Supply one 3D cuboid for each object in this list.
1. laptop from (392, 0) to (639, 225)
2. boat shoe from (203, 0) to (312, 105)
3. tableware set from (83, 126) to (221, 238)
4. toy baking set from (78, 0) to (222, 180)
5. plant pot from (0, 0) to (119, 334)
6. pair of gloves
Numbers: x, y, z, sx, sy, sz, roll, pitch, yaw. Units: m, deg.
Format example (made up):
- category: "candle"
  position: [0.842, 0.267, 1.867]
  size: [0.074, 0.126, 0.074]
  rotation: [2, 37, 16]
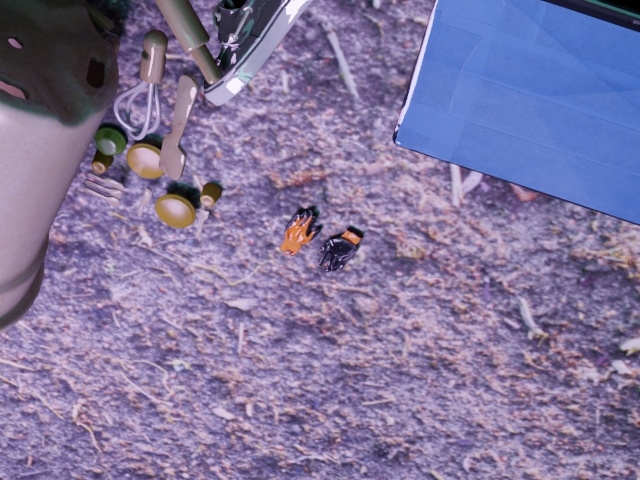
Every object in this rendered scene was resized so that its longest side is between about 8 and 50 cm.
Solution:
- category: "laptop"
  position: [0.268, -0.114, 1.737]
  size: [0.382, 0.408, 0.236]
  rotation: [18, 102, 2]
- category: "boat shoe"
  position: [-0.067, -0.225, 1.861]
  size: [0.070, 0.078, 0.219]
  rotation: [32, 126, -12]
- category: "tableware set"
  position: [-0.187, -0.069, 2.087]
  size: [0.154, 0.024, 0.104]
  rotation: [22, 132, 0]
- category: "toy baking set"
  position: [-0.179, -0.193, 1.914]
  size: [0.197, 0.030, 0.256]
  rotation: [-28, 97, 51]
- category: "plant pot"
  position: [-0.370, -0.113, 1.916]
  size: [0.334, 0.334, 0.305]
  rotation: [33, 127, -12]
- category: "pair of gloves"
  position: [0.000, 0.000, 2.091]
  size: [0.083, 0.010, 0.074]
  rotation: [25, 134, -8]
